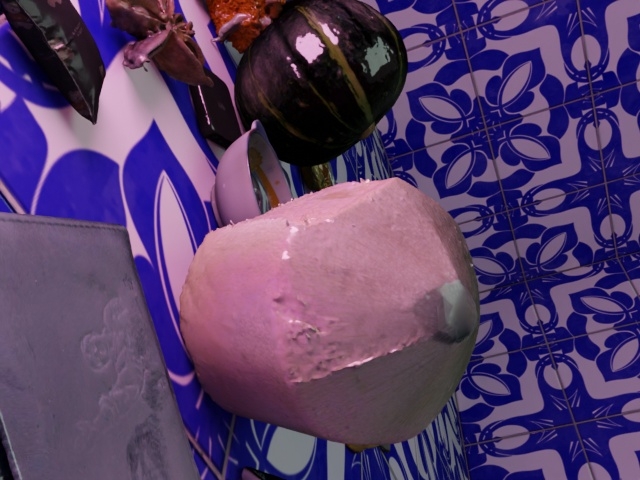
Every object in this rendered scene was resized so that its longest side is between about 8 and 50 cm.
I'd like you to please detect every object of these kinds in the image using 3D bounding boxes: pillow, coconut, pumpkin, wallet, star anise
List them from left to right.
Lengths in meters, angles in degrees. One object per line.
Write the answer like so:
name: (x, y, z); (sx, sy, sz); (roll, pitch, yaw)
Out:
pillow: (-0.247, -0.190, 0.616); (0.150, 0.048, 0.091); (66, 23, -43)
wallet: (-0.183, 0.119, 0.510); (0.251, 0.054, 0.291); (18, 52, -79)
star anise: (-0.214, -0.278, 0.834); (0.172, 0.063, 0.208); (70, 17, 0)
pumpkin: (0.005, -0.273, 1.153); (0.241, 0.323, 0.323); (53, 12, 6)
coconut: (0.027, 0.074, 0.724); (0.297, 0.309, 0.298); (8, 79, -43)

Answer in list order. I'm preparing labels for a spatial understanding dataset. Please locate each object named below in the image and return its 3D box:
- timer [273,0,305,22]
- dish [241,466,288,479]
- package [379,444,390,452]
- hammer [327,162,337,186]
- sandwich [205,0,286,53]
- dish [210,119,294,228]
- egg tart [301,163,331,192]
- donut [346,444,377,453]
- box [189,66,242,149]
timer: (-0.051, -0.436, 1.301); (0.091, 0.231, 0.250); (-82, 153, -66)
dish: (0.002, 0.375, 0.820); (0.080, 0.181, 0.243); (-61, 149, -13)
package: (0.124, 0.350, 1.509); (0.154, 0.030, 0.240); (54, 24, -49)
hammer: (0.069, -0.025, 1.709); (0.152, 0.044, 0.427); (-49, 120, -73)
sandwich: (-0.122, -0.420, 1.103); (0.160, 0.184, 0.109); (69, 21, -4)
dish: (-0.098, -0.043, 0.960); (0.228, 0.086, 0.237); (61, 18, -47)
egg tart: (-0.012, -0.160, 1.508); (0.130, 0.052, 0.131); (-15, 90, -75)
donut: (0.087, 0.330, 1.295); (0.181, 0.078, 0.146); (-87, 154, -51)
box: (-0.164, -0.205, 1.016); (0.126, 0.026, 0.125); (16, 56, -73)
